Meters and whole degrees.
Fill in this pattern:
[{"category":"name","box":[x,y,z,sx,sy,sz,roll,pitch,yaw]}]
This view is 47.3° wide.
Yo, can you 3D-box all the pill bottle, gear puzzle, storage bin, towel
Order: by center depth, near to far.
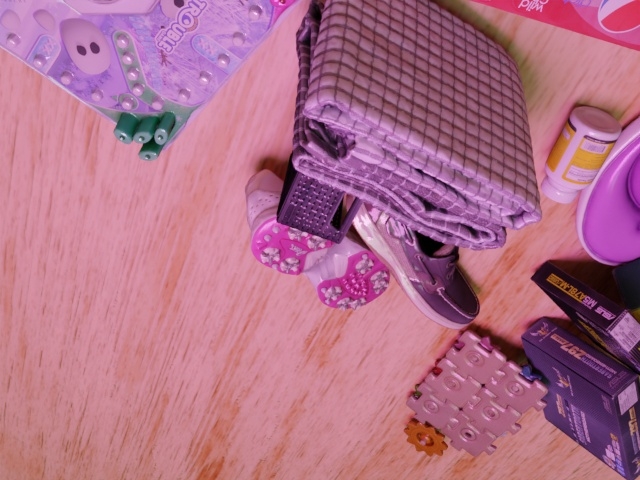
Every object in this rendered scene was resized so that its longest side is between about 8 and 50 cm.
[{"category":"towel","box":[0.096,-0.137,0.791,0.284,0.235,0.121,22,144,-24]},{"category":"storage bin","box":[0.011,-0.099,0.895,0.084,0.180,0.122,20,130,-9]},{"category":"pill bottle","box":[0.325,-0.105,0.926,0.065,0.065,0.116,13,131,-4]},{"category":"gear puzzle","box":[0.251,0.289,1.274,0.175,0.044,0.339,36,134,9]}]

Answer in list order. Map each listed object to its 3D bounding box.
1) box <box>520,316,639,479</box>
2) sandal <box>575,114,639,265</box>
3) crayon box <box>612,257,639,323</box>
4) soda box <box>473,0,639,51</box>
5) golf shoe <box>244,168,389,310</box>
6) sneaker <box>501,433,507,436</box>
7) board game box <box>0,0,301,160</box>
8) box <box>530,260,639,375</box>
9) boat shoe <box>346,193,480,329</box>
[{"category":"box","box":[0.420,0.251,1.153,0.059,0.183,0.232,-35,128,-13]},{"category":"sandal","box":[0.458,-0.102,0.887,0.169,0.102,0.416,20,131,-9]},{"category":"crayon box","box":[0.594,0.053,0.994,0.319,0.081,0.202,-26,135,27]},{"category":"soda box","box":[0.259,-0.269,0.735,0.263,0.083,0.092,7,135,-22]},{"category":"golf shoe","box":[0.000,0.000,1.042,0.115,0.140,0.306,-35,142,12]},{"category":"sneaker","box":[0.324,0.299,1.295,0.061,0.053,0.152,-1,131,-24]},{"category":"board game box","box":[-0.252,-0.301,0.814,0.390,0.050,0.390,35,132,-21]},{"category":"box","box":[0.413,0.126,1.044,0.191,0.184,0.045,41,91,-26]},{"category":"boat shoe","box":[0.151,0.019,1.035,0.092,0.102,0.285,-27,117,33]}]
